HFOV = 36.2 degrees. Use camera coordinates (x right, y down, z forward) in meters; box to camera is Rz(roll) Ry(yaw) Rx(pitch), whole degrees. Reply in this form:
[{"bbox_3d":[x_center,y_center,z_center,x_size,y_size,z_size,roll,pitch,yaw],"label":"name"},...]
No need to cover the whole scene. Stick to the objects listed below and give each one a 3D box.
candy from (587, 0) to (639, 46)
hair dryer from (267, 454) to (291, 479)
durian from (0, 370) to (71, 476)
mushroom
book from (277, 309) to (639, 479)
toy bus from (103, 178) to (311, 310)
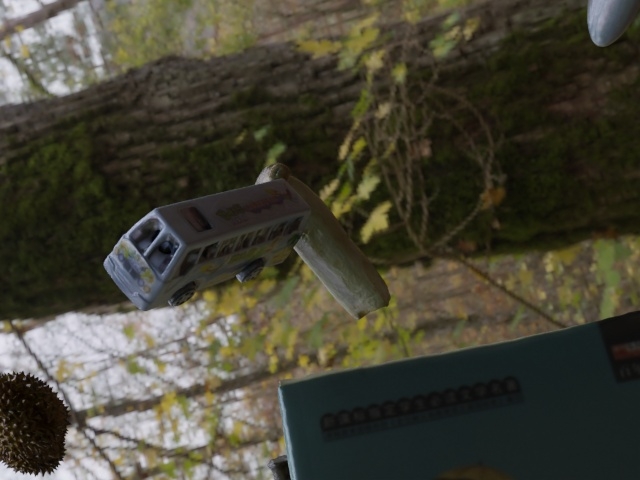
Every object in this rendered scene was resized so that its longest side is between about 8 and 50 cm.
[{"bbox_3d":[0.393,-0.341,1.278,0.174,0.071,0.138,-60,-10,-54],"label":"candy"},{"bbox_3d":[0.038,0.430,1.250,0.361,0.121,0.301,54,151,11],"label":"hair dryer"},{"bbox_3d":[-0.438,0.263,1.422,0.168,0.158,0.137,35,-146,4],"label":"durian"},{"bbox_3d":[0.000,0.000,1.678,0.312,0.081,0.100,49,140,-7],"label":"mushroom"},{"bbox_3d":[0.132,0.237,0.546,0.031,0.264,0.379,80,179,-69],"label":"book"},{"bbox_3d":[-0.151,-0.001,1.419,0.109,0.136,0.330,49,-147,15],"label":"toy bus"}]
